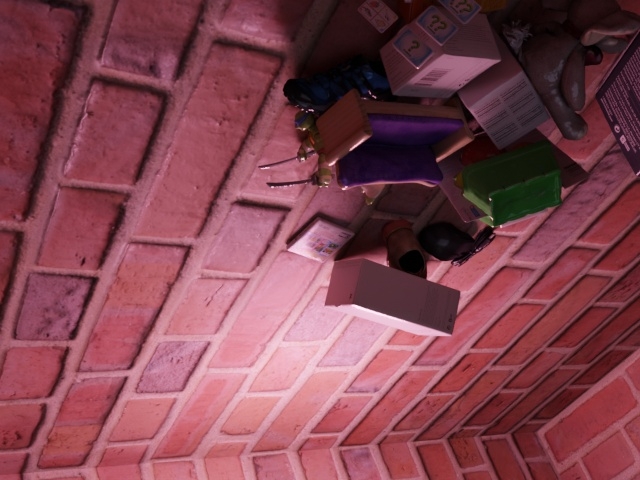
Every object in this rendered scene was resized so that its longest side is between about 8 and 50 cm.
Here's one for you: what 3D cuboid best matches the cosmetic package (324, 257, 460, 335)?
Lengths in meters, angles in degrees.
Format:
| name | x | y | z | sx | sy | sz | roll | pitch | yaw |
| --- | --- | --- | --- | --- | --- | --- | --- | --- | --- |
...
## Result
| name | x | y | z | sx | sy | sz | roll | pitch | yaw |
| --- | --- | --- | --- | --- | --- | --- | --- | --- | --- |
| cosmetic package | 0.221 | 0.181 | 2.296 | 0.366 | 0.155 | 0.197 | 20 | 166 | -25 |

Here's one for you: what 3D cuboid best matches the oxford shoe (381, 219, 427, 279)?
| name | x | y | z | sx | sy | sz | roll | pitch | yaw |
| --- | --- | --- | --- | --- | --- | --- | --- | --- | --- |
| oxford shoe | 0.276 | 0.079 | 2.340 | 0.123 | 0.130 | 0.348 | -26 | 144 | 6 |

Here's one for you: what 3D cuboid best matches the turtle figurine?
| name | x | y | z | sx | sy | sz | roll | pitch | yaw |
| --- | --- | --- | --- | --- | --- | --- | --- | --- | --- |
| turtle figurine | 0.006 | -0.172 | 1.814 | 0.266 | 0.274 | 0.198 | 33 | 165 | -18 |

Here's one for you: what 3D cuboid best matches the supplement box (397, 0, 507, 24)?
| name | x | y | z | sx | sy | sz | roll | pitch | yaw |
| --- | --- | --- | --- | --- | --- | --- | --- | --- | --- |
| supplement box | 0.290 | -0.533 | 1.620 | 0.234 | 0.078 | 0.080 | -14 | 143 | -9 |

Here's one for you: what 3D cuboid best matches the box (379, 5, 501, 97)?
| name | x | y | z | sx | sy | sz | roll | pitch | yaw |
| --- | --- | --- | --- | --- | --- | --- | --- | --- | --- |
| box | 0.260 | -0.407 | 1.635 | 0.182 | 0.119 | 0.181 | -6 | 165 | -36 |

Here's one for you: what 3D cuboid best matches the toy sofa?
| name | x | y | z | sx | sy | sz | roll | pitch | yaw |
| --- | --- | --- | --- | --- | --- | --- | --- | --- | --- |
| toy sofa | 0.184 | -0.230 | 1.721 | 0.363 | 0.177 | 0.150 | -4 | 161 | -39 |

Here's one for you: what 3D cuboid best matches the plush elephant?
| name | x | y | z | sx | sy | sz | roll | pitch | yaw |
| --- | --- | --- | --- | --- | --- | --- | --- | --- | --- |
| plush elephant | 0.586 | -0.451 | 1.703 | 0.255 | 0.271 | 0.330 | -30 | 140 | 19 |

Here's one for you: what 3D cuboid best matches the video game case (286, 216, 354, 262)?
| name | x | y | z | sx | sy | sz | roll | pitch | yaw |
| --- | --- | --- | --- | --- | --- | --- | --- | --- | --- |
| video game case | 0.000 | 0.000 | 2.200 | 0.157 | 0.019 | 0.143 | 21 | 127 | -43 |

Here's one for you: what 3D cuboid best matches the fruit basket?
| name | x | y | z | sx | sy | sz | roll | pitch | yaw |
| --- | --- | --- | --- | --- | --- | --- | --- | --- | --- |
| fruit basket | 0.458 | -0.181 | 1.921 | 0.327 | 0.353 | 0.165 | -19 | 120 | -4 |

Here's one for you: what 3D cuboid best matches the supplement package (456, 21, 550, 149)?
| name | x | y | z | sx | sy | sz | roll | pitch | yaw |
| --- | --- | --- | --- | --- | --- | --- | --- | --- | --- |
| supplement package | 0.416 | -0.367 | 1.791 | 0.149 | 0.194 | 0.203 | -33 | 141 | 17 |

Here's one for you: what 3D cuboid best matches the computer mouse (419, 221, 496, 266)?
| name | x | y | z | sx | sy | sz | roll | pitch | yaw |
| --- | --- | --- | --- | --- | --- | --- | --- | --- | --- |
| computer mouse | 0.431 | 0.018 | 2.388 | 0.272 | 0.072 | 0.188 | 17 | 130 | -40 |

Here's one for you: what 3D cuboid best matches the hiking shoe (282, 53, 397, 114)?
| name | x | y | z | sx | sy | sz | roll | pitch | yaw |
| --- | --- | --- | --- | --- | --- | --- | --- | --- | --- |
| hiking shoe | 0.054 | -0.370 | 1.701 | 0.304 | 0.113 | 0.132 | -10 | 135 | -31 |

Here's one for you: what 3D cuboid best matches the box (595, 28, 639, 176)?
| name | x | y | z | sx | sy | sz | roll | pitch | yaw |
| --- | --- | --- | --- | --- | --- | --- | --- | --- | --- |
| box | 1.029 | -0.432 | 1.839 | 0.480 | 0.297 | 0.471 | -14 | 157 | -9 |

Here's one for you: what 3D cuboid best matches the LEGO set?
| name | x | y | z | sx | sy | sz | roll | pitch | yaw |
| --- | --- | --- | --- | --- | --- | --- | --- | --- | --- |
| LEGO set | 0.177 | -0.496 | 1.508 | 0.182 | 0.244 | 0.060 | -43 | 168 | 2 |
